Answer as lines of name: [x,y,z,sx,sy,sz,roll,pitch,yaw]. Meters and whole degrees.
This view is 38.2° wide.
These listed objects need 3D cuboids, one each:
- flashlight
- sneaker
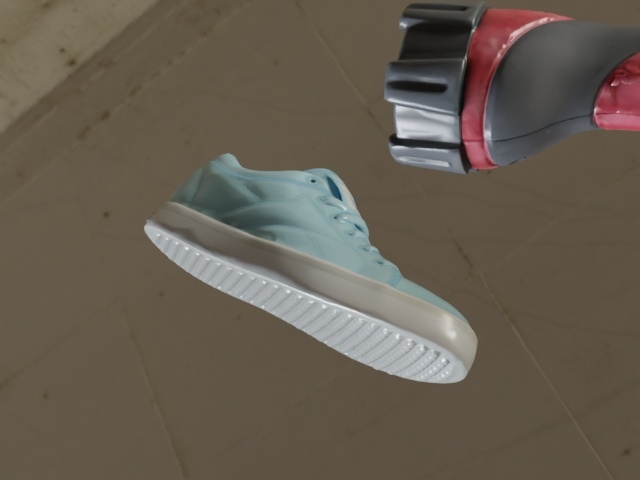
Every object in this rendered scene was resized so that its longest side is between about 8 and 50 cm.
flashlight: [0.190,-0.073,0.495,0.304,0.103,0.103,9,-83,23]
sneaker: [0.000,0.000,0.854,0.366,0.135,0.150,24,-109,30]
